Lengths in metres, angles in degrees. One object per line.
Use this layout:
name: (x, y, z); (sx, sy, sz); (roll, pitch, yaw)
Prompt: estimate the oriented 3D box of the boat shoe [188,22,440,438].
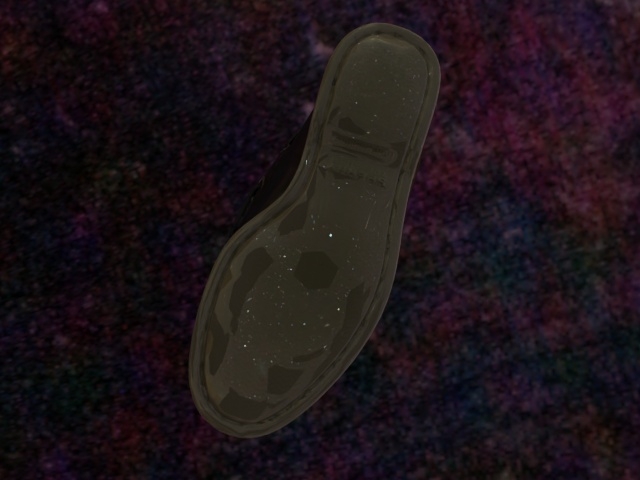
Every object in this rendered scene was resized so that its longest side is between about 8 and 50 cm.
boat shoe: (-0.004, -0.002, 0.864); (0.127, 0.113, 0.340); (18, 71, 0)
